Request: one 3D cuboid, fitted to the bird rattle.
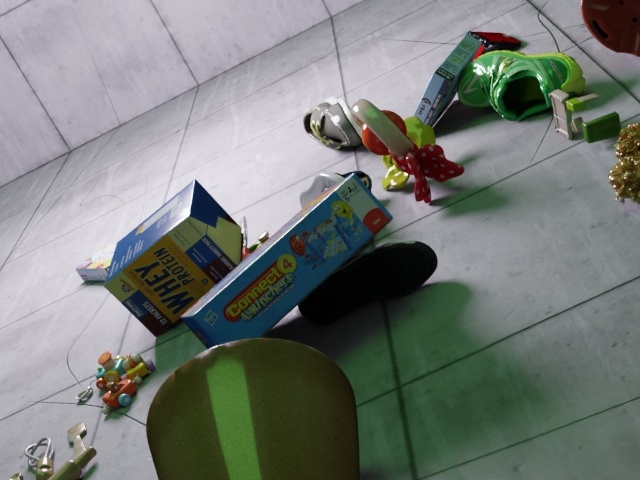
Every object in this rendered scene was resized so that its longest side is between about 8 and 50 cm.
[{"bbox_3d":[0.127,-0.158,2.004,0.143,0.207,0.253,-45,8,10],"label":"bird rattle"}]

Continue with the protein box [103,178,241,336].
[{"bbox_3d":[-0.262,0.028,2.075,0.201,0.136,0.200,-38,19,12],"label":"protein box"}]

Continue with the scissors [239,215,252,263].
[{"bbox_3d":[-0.136,0.018,2.091,0.109,0.021,0.297,-36,21,30],"label":"scissors"}]

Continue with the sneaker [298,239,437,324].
[{"bbox_3d":[0.065,0.046,1.732,0.234,0.084,0.097,-22,20,19],"label":"sneaker"}]

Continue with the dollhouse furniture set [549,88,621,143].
[{"bbox_3d":[0.431,-0.203,1.880,0.058,0.076,0.152,-17,21,-6],"label":"dollhouse furniture set"}]

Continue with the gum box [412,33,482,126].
[{"bbox_3d":[0.244,-0.303,2.277,0.184,0.041,0.157,-52,-9,-46],"label":"gum box"}]

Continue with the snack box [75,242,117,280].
[{"bbox_3d":[-0.456,0.046,2.498,0.100,0.037,0.141,-40,23,-32],"label":"snack box"}]

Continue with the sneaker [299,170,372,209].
[{"bbox_3d":[0.048,-0.096,2.054,0.121,0.079,0.217,-22,3,-20],"label":"sneaker"}]

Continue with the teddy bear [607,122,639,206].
[{"bbox_3d":[0.541,-0.151,1.539,0.338,0.113,0.245,-7,32,47],"label":"teddy bear"}]

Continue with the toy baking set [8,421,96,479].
[{"bbox_3d":[-0.426,0.351,1.727,0.196,0.030,0.256,-5,31,49],"label":"toy baking set"}]

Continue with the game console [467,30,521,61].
[{"bbox_3d":[0.364,-0.414,2.555,0.124,0.085,0.144,1,18,-10],"label":"game console"}]

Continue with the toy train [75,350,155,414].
[{"bbox_3d":[-0.346,0.226,1.899,0.125,0.046,0.166,-41,23,-31],"label":"toy train"}]

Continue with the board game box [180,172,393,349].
[{"bbox_3d":[-0.061,0.045,1.711,0.302,0.086,0.308,-42,4,-11],"label":"board game box"}]

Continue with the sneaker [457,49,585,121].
[{"bbox_3d":[0.347,-0.287,2.127,0.123,0.109,0.295,-35,21,-29],"label":"sneaker"}]

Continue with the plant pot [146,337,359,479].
[{"bbox_3d":[-0.055,0.273,1.191,0.237,0.237,0.254,-26,36,7],"label":"plant pot"}]

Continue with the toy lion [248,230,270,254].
[{"bbox_3d":[-0.125,0.034,2.102,0.096,0.034,0.100,-35,19,6],"label":"toy lion"}]

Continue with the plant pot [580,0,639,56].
[{"bbox_3d":[0.600,-0.488,2.094,0.272,0.272,0.265,-13,33,37],"label":"plant pot"}]

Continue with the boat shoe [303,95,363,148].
[{"bbox_3d":[0.027,-0.243,2.461,0.091,0.109,0.305,-30,14,-3],"label":"boat shoe"}]
